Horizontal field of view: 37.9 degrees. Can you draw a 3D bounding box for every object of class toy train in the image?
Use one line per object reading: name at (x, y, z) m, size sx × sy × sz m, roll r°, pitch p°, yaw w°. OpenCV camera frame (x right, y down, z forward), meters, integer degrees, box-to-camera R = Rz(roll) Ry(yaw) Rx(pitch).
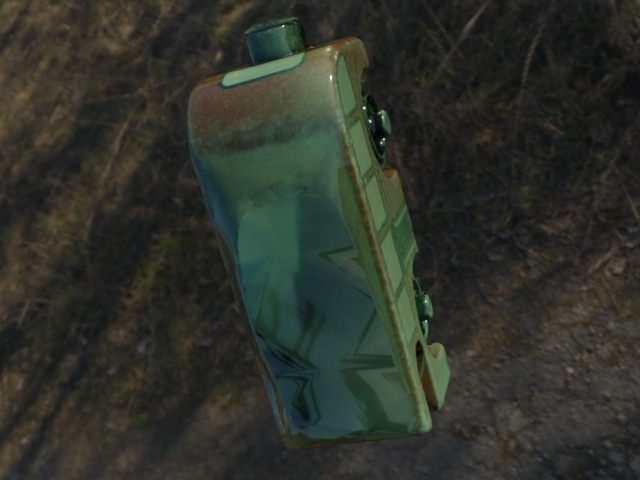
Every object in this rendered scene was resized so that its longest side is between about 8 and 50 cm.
toy train at (0.000, 0.000, 0.688) m, size 0.129 × 0.326 × 0.159 m, roll -11°, pitch 16°, yaw 16°
